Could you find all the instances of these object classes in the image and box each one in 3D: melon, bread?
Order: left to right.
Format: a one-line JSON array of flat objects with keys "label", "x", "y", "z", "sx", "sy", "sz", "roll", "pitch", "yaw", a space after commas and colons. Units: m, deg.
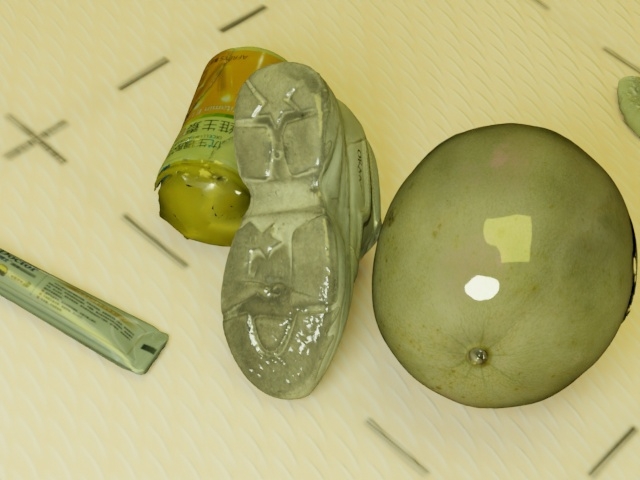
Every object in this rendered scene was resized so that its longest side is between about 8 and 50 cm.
[{"label": "melon", "x": 0.190, "y": 0.019, "z": 1.607, "sx": 0.268, "sy": 0.268, "sz": 0.330, "roll": 19, "pitch": 35, "yaw": 4}, {"label": "bread", "x": 0.463, "y": -0.145, "z": 1.979, "sx": 0.193, "sy": 0.036, "sz": 0.112, "roll": 18, "pitch": 48, "yaw": 3}]

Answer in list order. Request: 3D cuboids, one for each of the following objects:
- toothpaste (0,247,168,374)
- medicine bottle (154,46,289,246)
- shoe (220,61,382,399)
[{"label": "toothpaste", "x": -0.277, "y": 0.060, "z": 1.613, "sx": 0.255, "sy": 0.037, "sz": 0.067, "roll": 27, "pitch": 43, "yaw": 7}, {"label": "medicine bottle", "x": -0.103, "y": -0.102, "z": 1.745, "sx": 0.124, "sy": 0.124, "sz": 0.239, "roll": 16, "pitch": 47, "yaw": 1}, {"label": "shoe", "x": 0.000, "y": 0.000, "z": 1.656, "sx": 0.132, "sy": 0.210, "sz": 0.342, "roll": -4, "pitch": 79, "yaw": 26}]
